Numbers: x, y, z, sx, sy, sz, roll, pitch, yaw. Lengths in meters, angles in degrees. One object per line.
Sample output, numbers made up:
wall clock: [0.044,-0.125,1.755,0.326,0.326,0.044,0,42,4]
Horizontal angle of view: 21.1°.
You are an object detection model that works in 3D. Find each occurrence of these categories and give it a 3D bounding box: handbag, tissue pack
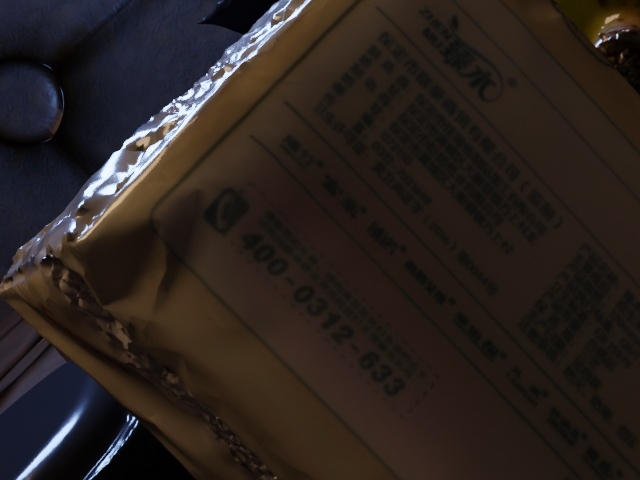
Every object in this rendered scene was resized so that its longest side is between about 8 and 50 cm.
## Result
handbag: [-0.174,0.172,1.001,0.254,0.093,0.308,-40,10,10]
tissue pack: [0.038,0.026,0.443,0.148,0.196,0.092,-48,10,-25]

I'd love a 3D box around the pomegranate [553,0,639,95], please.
pomegranate: [0.153,-0.105,0.814,0.130,0.130,0.130,-42,10,9]

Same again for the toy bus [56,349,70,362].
toy bus: [-0.118,0.016,1.280,0.138,0.112,0.317,-42,-2,-29]

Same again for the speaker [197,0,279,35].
speaker: [0.106,-0.226,1.311,0.180,0.184,0.388,-32,13,50]
